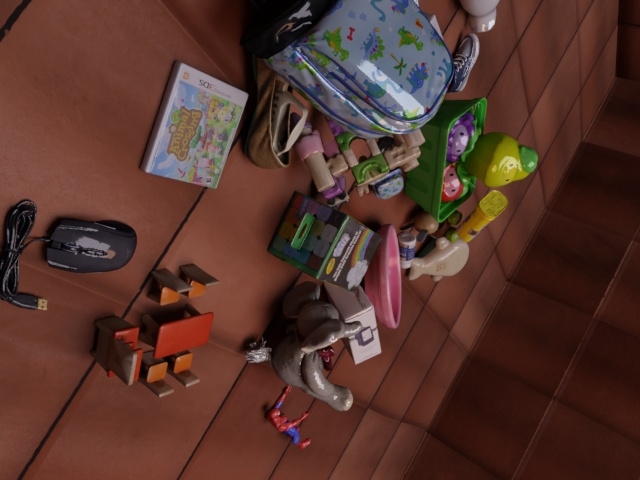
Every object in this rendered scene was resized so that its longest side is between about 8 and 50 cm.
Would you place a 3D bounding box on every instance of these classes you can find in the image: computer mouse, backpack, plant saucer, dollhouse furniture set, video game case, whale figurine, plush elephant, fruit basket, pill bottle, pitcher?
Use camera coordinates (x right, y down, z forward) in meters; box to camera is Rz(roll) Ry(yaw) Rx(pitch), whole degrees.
[{"bbox_3d":[-0.433,0.046,1.017,0.262,0.060,0.184,18,96,-58],"label":"computer mouse"},{"bbox_3d":[0.079,-0.350,1.098,0.355,0.273,0.290,49,63,-37],"label":"backpack"},{"bbox_3d":[0.200,0.114,1.853,0.332,0.084,0.333,-4,90,-76],"label":"plant saucer"},{"bbox_3d":[-0.326,0.208,1.211,0.259,0.135,0.262,-9,119,-53],"label":"dollhouse furniture set"},{"bbox_3d":[-0.243,-0.218,1.144,0.193,0.023,0.213,9,104,-57],"label":"video game case"},{"bbox_3d":[0.443,0.060,2.263,0.271,0.141,0.216,-19,130,-18],"label":"whale figurine"},{"bbox_3d":[-0.010,0.267,1.589,0.329,0.272,0.255,25,118,-35],"label":"plush elephant"},{"bbox_3d":[0.480,-0.252,1.851,0.283,0.391,0.392,-37,139,-37],"label":"fruit basket"},{"bbox_3d":[0.304,0.038,2.072,0.067,0.067,0.120,-34,137,-39],"label":"pill bottle"},{"bbox_3d":[0.197,-0.175,1.738,0.104,0.084,0.114,-26,153,1],"label":"backpack"},{"bbox_3d":[0.488,-0.761,1.757,0.207,0.125,0.178,24,71,-68],"label":"pitcher"}]

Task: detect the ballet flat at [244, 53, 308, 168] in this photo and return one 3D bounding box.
[{"bbox_3d":[-0.079,-0.303,1.209,0.116,0.124,0.343,-33,140,-55],"label":"ballet flat"}]

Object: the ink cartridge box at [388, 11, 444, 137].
[{"bbox_3d":[0.221,-0.443,1.572,0.278,0.117,0.201,-59,148,-7],"label":"ink cartridge box"}]

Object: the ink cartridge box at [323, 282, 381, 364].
[{"bbox_3d":[0.100,0.240,1.802,0.100,0.172,0.237,-23,136,-9],"label":"ink cartridge box"}]

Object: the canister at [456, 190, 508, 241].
[{"bbox_3d":[0.546,-0.079,1.974,0.126,0.073,0.170,-37,167,-33],"label":"canister"}]

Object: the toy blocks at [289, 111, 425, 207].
[{"bbox_3d":[0.074,-0.266,1.405,0.288,0.260,0.309,-25,172,6],"label":"toy blocks"}]

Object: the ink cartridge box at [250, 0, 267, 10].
[{"bbox_3d":[-0.013,-0.581,1.194,0.185,0.065,0.311,26,91,-57],"label":"ink cartridge box"}]

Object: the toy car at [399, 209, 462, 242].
[{"bbox_3d":[0.379,-0.050,2.055,0.188,0.155,0.149,-29,134,-30],"label":"toy car"}]

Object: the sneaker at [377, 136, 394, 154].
[{"bbox_3d":[0.224,-0.294,1.706,0.051,0.089,0.170,13,101,-57],"label":"sneaker"}]

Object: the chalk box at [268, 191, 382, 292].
[{"bbox_3d":[0.000,0.000,1.505,0.289,0.179,0.180,28,89,-57],"label":"chalk box"}]

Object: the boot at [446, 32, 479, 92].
[{"bbox_3d":[0.450,-0.566,1.862,0.086,0.069,0.190,-25,133,-49],"label":"boot"}]

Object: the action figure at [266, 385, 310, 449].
[{"bbox_3d":[-0.084,0.564,1.856,0.139,0.091,0.280,-48,146,-13],"label":"action figure"}]
